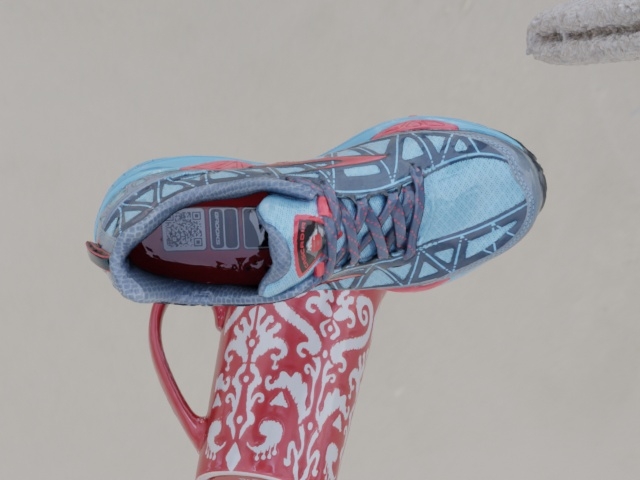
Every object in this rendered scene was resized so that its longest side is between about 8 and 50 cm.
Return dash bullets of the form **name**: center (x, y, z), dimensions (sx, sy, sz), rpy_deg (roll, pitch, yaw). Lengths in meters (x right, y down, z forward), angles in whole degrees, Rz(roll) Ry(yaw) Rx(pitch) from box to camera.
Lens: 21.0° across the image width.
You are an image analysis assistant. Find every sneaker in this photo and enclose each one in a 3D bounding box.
- **sneaker**: center (0.000, 0.000, 0.968), dimensions (0.262, 0.125, 0.104), rpy_deg (-9, 104, 4)

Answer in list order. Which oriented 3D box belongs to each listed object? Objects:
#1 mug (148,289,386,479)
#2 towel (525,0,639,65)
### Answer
- **mug**: center (-0.039, 0.097, 1.183), dimensions (0.150, 0.113, 0.169), rpy_deg (-3, 61, 27)
- **towel**: center (0.256, -0.143, 0.995), dimensions (0.187, 0.282, 0.049), rpy_deg (-15, 99, -20)
